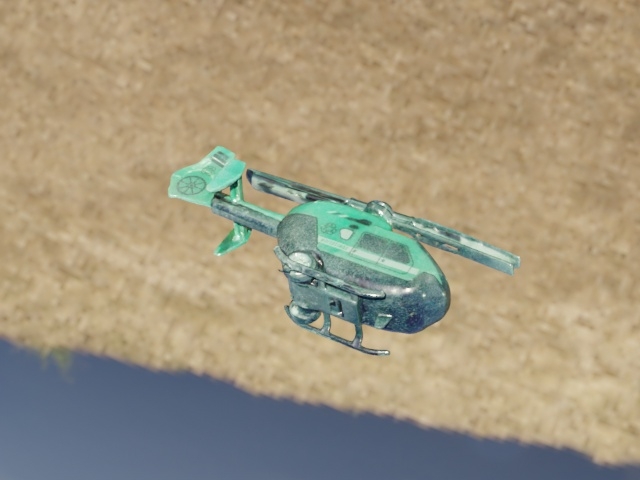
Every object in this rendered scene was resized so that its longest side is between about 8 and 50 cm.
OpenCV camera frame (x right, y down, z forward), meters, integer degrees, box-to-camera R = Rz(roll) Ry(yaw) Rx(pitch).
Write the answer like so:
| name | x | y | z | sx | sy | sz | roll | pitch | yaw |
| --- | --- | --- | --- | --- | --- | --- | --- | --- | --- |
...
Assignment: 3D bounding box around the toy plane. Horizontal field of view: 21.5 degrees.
| name | x | y | z | sx | sy | sz | roll | pitch | yaw |
| --- | --- | --- | --- | --- | --- | --- | --- | --- | --- |
| toy plane | 0.000 | 0.000 | 1.036 | 0.235 | 0.096 | 0.060 | 21 | 145 | 25 |
